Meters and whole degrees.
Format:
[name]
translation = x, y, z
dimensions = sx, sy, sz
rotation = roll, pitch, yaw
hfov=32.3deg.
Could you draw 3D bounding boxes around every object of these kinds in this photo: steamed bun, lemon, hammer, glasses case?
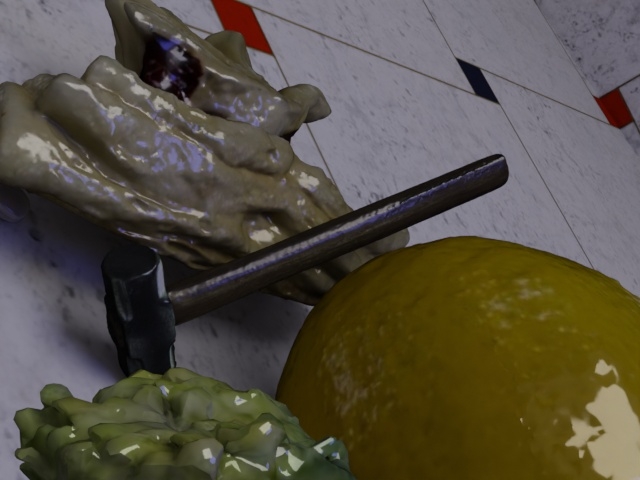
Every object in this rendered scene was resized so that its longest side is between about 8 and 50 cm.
[steamed bun]
translation = -0.095, -0.090, 0.962
dimensions = 0.428, 0.189, 0.247
rotation = 24, 6, -41
[lemon]
translation = 0.121, 0.152, 0.849
dimensions = 0.364, 0.364, 0.364
rotation = 36, 32, -27
[hammer]
translation = 0.000, 0.000, 0.888
dimensions = 0.365, 0.111, 0.043
rotation = -23, 42, -23
[glasses case]
translation = -0.261, -0.045, 0.849
dimensions = 0.083, 0.021, 0.032
rotation = 38, 29, -24

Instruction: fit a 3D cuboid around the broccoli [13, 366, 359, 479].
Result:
[broccoli]
translation = -0.123, 0.200, 0.443
dimensions = 0.281, 0.348, 0.293
rotation = 26, 31, -22
